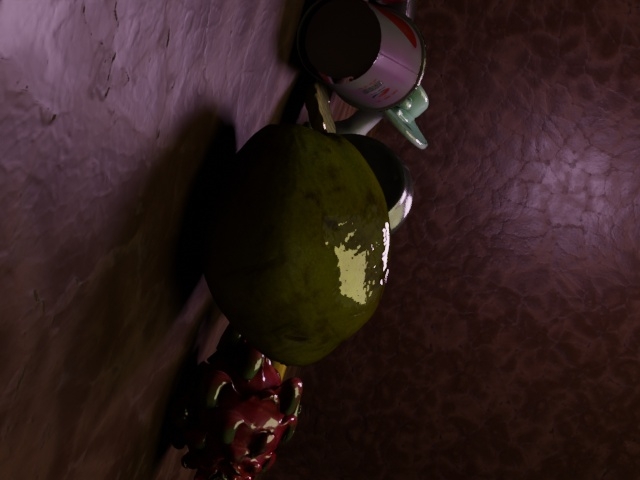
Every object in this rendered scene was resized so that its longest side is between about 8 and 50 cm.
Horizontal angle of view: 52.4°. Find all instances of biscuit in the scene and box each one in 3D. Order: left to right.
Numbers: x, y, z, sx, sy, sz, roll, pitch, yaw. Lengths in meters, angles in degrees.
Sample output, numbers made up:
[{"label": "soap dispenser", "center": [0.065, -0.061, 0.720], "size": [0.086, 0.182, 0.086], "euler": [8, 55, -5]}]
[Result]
[{"label": "biscuit", "center": [0.012, -0.179, 1.150], "size": [0.187, 0.036, 0.273], "euler": [49, 27, -74]}]

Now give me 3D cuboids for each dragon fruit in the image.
[{"label": "dragon fruit", "center": [-0.126, 0.254, 1.025], "size": [0.198, 0.219, 0.272], "euler": [-112, -148, -55]}]

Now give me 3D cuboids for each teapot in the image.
[{"label": "teapot", "center": [0.038, -0.042, 1.419], "size": [0.300, 0.253, 0.344], "euler": [-23, 156, -13]}]

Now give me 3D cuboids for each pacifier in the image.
[{"label": "pacifier", "center": [0.108, -0.312, 1.525], "size": [0.269, 0.288, 0.343], "euler": [-40, -153, 17]}]

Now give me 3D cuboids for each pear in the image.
[{"label": "pear", "center": [-0.033, 0.006, 0.854], "size": [0.269, 0.269, 0.320], "euler": [-51, 146, -74]}]

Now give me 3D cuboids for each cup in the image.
[{"label": "cup", "center": [0.066, -0.325, 1.109], "size": [0.288, 0.203, 0.202], "euler": [-32, 140, -71]}]

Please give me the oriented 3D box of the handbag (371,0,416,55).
[{"label": "handbag", "center": [0.204, -0.639, 1.721], "size": [0.285, 0.114, 0.256], "euler": [85, 18, -59]}]

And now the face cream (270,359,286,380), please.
[{"label": "face cream", "center": [-0.130, 0.337, 1.798], "size": [0.078, 0.078, 0.273], "euler": [-27, 136, -82]}]

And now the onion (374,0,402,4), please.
[{"label": "onion", "center": [0.145, -0.505, 1.186], "size": [0.135, 0.198, 0.173], "euler": [-35, 149, -41]}]

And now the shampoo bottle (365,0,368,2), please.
[{"label": "shampoo bottle", "center": [0.073, -0.449, 1.354], "size": [0.221, 0.052, 0.108], "euler": [-58, 165, -68]}]
